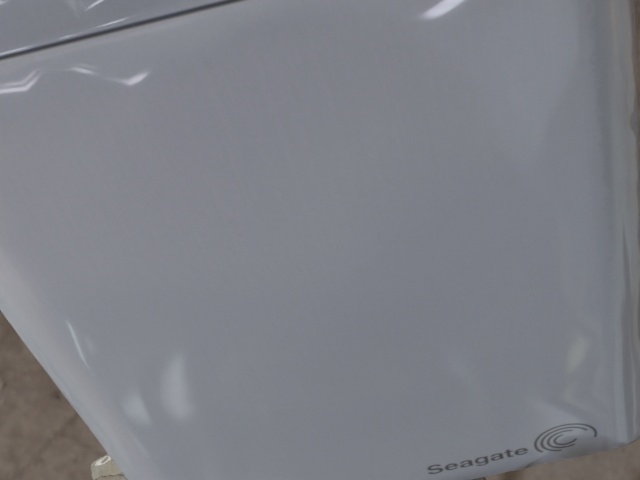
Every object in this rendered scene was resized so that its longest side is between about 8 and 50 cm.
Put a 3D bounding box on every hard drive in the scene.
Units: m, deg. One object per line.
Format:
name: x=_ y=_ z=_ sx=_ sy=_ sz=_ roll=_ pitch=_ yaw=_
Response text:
hard drive: x=0.000 y=0.000 z=0.498 sx=0.233 sy=0.047 sz=0.353 roll=-13 pitch=143 yaw=6

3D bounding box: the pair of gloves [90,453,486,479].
pair of gloves: x=-0.025 y=0.155 z=0.698 sx=0.240 sy=0.204 sz=0.042 roll=-22 pitch=136 yaw=14
